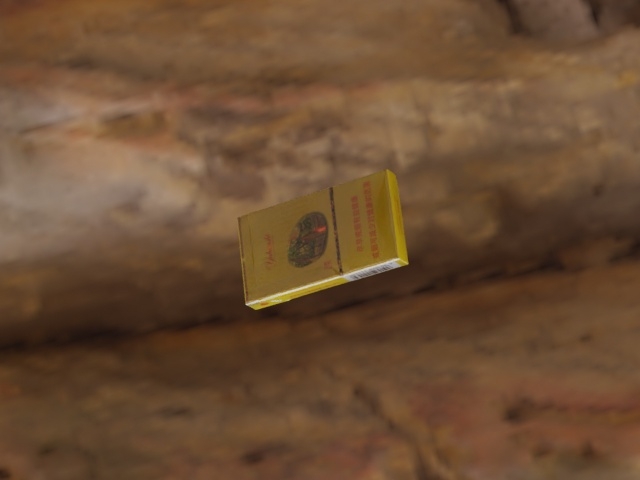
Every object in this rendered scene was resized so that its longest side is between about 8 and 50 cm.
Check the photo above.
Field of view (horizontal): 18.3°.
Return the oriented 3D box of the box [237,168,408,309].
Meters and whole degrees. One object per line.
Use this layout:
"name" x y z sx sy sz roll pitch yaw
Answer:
"box" 0.000 0.000 1.734 0.155 0.087 0.023 -17 159 25
